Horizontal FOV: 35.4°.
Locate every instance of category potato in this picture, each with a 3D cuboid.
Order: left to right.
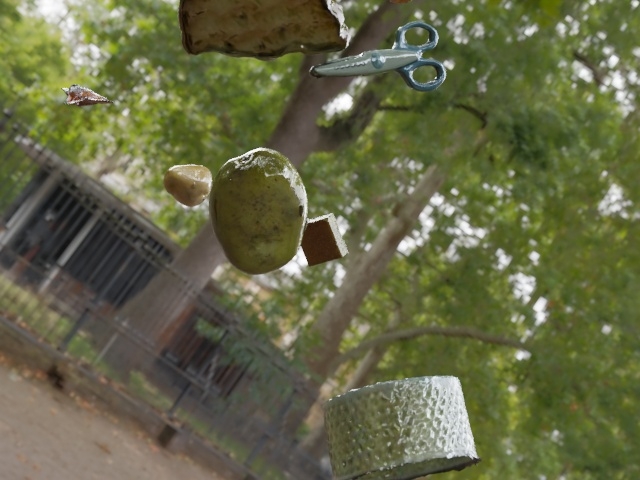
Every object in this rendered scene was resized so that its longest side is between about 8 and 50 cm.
[{"bbox_3d":[-0.208,-0.090,1.572,0.083,0.068,0.062,23,-3,-28],"label":"potato"},{"bbox_3d":[-0.115,-0.057,1.900,0.197,0.148,0.228,-14,-67,25],"label":"potato"}]

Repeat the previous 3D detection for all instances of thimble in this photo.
[{"bbox_3d":[0.140,0.342,1.771,0.271,0.150,0.271,-9,-19,-3],"label":"thimble"}]

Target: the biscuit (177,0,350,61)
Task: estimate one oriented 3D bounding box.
[{"bbox_3d":[-0.107,-0.427,1.919,0.335,0.078,0.329,18,-28,-17],"label":"biscuit"}]

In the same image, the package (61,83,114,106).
[{"bbox_3d":[-0.402,-0.242,1.699,0.077,0.033,0.111,12,15,-35],"label":"package"}]

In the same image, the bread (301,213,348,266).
[{"bbox_3d":[0.000,0.000,2.086,0.090,0.035,0.094,-14,-77,31],"label":"bread"}]

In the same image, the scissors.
[{"bbox_3d":[0.110,-0.337,1.901,0.041,0.289,0.138,-4,-82,66],"label":"scissors"}]

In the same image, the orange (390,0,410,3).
[{"bbox_3d":[0.173,-0.555,2.172,0.083,0.070,0.083,14,-27,7],"label":"orange"}]
